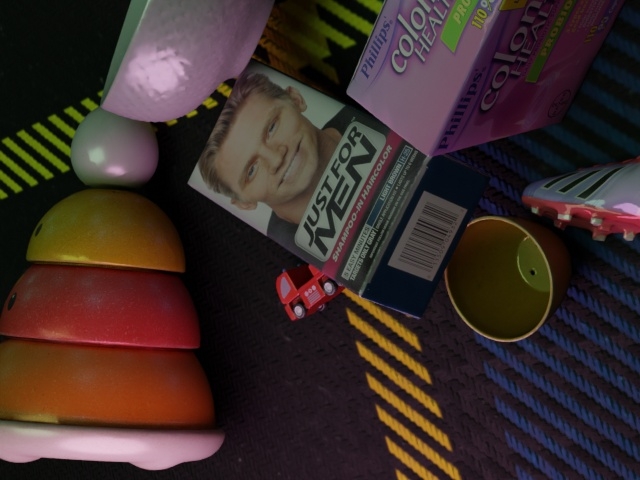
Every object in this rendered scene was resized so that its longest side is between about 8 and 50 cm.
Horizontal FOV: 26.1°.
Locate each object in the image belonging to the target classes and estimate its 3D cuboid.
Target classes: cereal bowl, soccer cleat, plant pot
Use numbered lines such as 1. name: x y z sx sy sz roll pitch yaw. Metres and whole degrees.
1. cereal bowl: -0.135 -0.287 1.598 0.339 0.141 0.339 -161 90 -76
2. soccer cleat: 0.315 -0.051 1.384 0.248 0.083 0.095 6 76 46
3. plant pot: 0.214 0.031 1.470 0.134 0.095 0.134 13 110 39

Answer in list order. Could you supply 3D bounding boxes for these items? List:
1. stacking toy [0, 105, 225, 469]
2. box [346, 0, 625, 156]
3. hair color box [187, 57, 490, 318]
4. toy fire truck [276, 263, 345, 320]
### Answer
1. stacking toy: -0.289 0.054 1.844 0.351 0.351 0.480 -2 82 42
2. box: 0.175 -0.215 1.339 0.117 0.243 0.213 41 125 27
3. hair color box: 0.009 -0.066 1.535 0.347 0.105 0.174 32 97 48
4. toy fire truck: 0.000 0.000 1.686 0.192 0.047 0.135 -39 75 41
